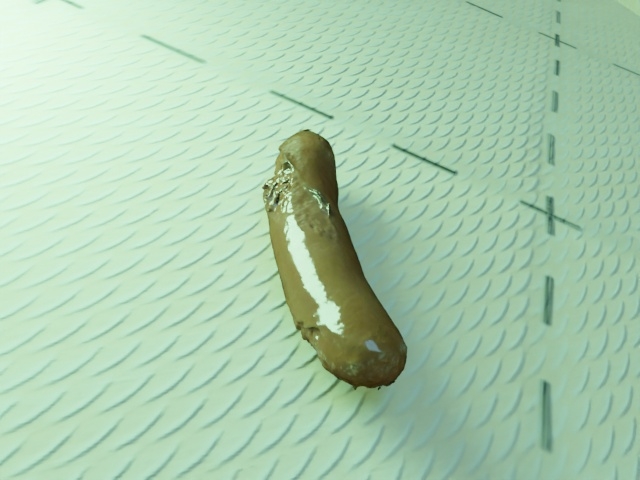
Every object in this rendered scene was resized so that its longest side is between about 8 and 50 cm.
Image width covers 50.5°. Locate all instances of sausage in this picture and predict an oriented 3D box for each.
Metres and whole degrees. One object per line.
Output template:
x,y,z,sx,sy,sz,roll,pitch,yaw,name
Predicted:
-0.002,0.001,0.620,0.087,0.079,0.326,-3,42,-13,sausage
